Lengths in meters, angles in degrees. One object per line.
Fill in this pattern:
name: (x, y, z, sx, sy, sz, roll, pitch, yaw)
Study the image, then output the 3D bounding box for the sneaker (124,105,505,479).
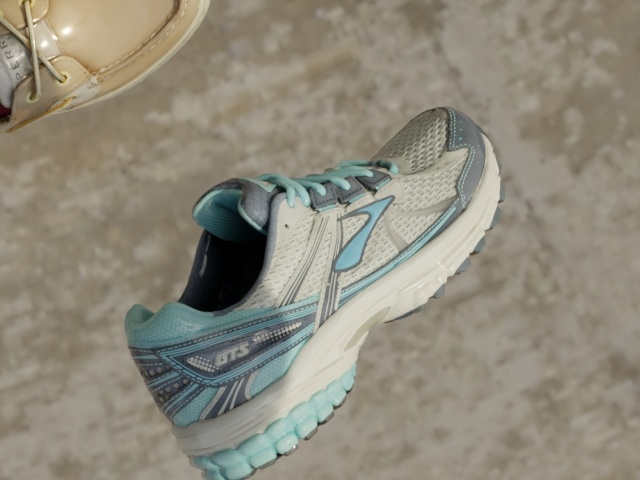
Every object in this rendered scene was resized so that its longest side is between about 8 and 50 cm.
sneaker: (0.000, 0.000, 1.098, 0.110, 0.122, 0.283, -13, -150, 49)

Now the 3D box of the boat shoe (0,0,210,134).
boat shoe: (-0.124, -0.073, 0.801, 0.170, 0.063, 0.059, -25, -172, 20)
